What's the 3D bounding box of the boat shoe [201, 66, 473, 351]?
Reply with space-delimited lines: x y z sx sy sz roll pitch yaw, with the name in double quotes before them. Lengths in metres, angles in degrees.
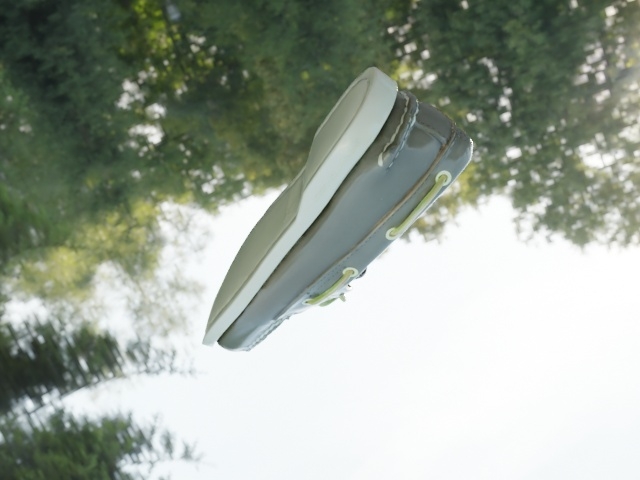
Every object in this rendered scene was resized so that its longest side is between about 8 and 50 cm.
"boat shoe" -0.001 0.003 0.756 0.305 0.091 0.109 -52 -163 41
